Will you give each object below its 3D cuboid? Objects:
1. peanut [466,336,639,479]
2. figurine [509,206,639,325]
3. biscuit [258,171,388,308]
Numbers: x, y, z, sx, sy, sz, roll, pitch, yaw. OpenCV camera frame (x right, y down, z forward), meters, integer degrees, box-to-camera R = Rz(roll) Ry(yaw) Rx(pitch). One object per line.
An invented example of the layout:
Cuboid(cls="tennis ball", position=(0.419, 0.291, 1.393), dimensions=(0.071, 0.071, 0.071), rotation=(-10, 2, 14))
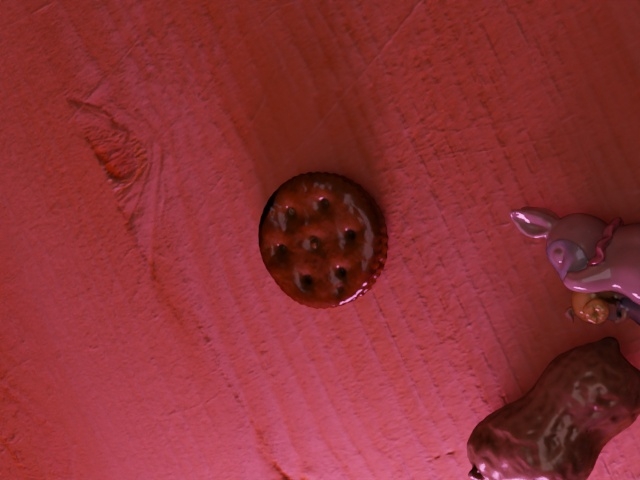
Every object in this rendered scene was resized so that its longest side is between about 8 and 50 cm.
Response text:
Cuboid(cls="peanut", position=(0.336, 0.268, 1.418), dimensions=(0.291, 0.143, 0.159), rotation=(-46, 57, 25))
Cuboid(cls="figurine", position=(0.372, 0.031, 1.373), dimensions=(0.236, 0.127, 0.155), rotation=(10, 114, 28))
Cuboid(cls="biscuit", position=(0.000, 0.000, 1.562), dimensions=(0.221, 0.066, 0.220), rotation=(5, 102, 25))
